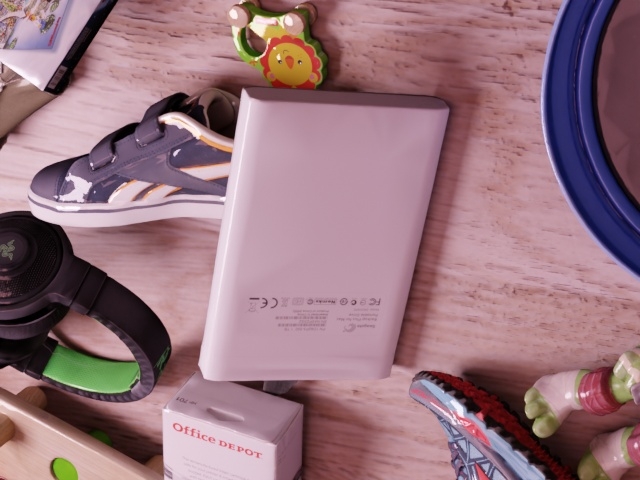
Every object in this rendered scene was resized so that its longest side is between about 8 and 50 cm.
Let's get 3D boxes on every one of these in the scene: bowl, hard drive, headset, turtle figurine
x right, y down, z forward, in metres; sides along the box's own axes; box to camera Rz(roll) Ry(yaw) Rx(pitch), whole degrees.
[{"bbox_3d":[0.387,-0.123,1.336,0.391,0.077,0.391,6,104,23],"label":"bowl"},{"bbox_3d":[0.000,0.000,1.552,0.203,0.040,0.308,1,117,-19],"label":"hard drive"},{"bbox_3d":[-0.339,0.035,1.719,0.394,0.185,0.243,29,149,-10],"label":"headset"},{"bbox_3d":[0.315,0.180,1.427,0.266,0.197,0.275,-26,55,48],"label":"turtle figurine"}]

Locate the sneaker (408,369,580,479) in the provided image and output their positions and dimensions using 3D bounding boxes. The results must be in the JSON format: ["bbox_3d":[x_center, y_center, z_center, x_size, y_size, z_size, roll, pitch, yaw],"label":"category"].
[{"bbox_3d":[0.169,0.243,1.564,0.262,0.104,0.125,45,102,18],"label":"sneaker"}]

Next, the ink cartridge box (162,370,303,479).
[{"bbox_3d":[-0.096,0.256,1.728,0.139,0.082,0.191,16,125,19],"label":"ink cartridge box"}]

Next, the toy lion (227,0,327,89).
[{"bbox_3d":[-0.041,-0.191,1.570,0.100,0.034,0.096,11,122,22],"label":"toy lion"}]

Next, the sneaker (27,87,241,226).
[{"bbox_3d":[-0.156,-0.090,1.610,0.321,0.126,0.127,-2,115,14],"label":"sneaker"}]

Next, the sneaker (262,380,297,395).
[{"bbox_3d":[-0.042,0.089,1.664,0.089,0.051,0.170,-4,120,27],"label":"sneaker"}]

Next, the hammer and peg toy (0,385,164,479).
[{"bbox_3d":[-0.359,0.307,1.866,0.361,0.127,0.266,25,121,15],"label":"hammer and peg toy"}]

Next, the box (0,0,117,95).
[{"bbox_3d":[-0.272,-0.287,1.576,0.159,0.044,0.233,35,95,10],"label":"box"}]

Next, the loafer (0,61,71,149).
[{"bbox_3d":[-0.324,-0.172,1.674,0.087,0.094,0.251,40,122,11],"label":"loafer"}]
